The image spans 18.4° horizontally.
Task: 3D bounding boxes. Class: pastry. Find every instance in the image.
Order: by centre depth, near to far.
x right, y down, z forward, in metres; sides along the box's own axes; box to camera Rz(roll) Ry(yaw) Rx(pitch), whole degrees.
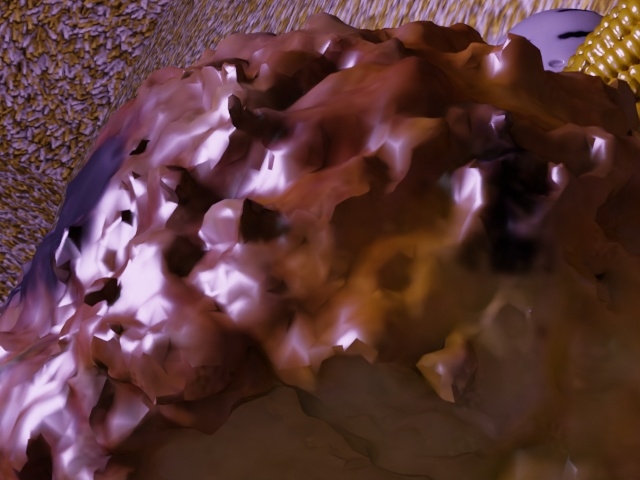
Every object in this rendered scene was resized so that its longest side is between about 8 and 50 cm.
[{"bbox_3d":[-0.005,0.097,0.729,0.337,0.292,0.405,-87,17,-69],"label":"pastry"}]

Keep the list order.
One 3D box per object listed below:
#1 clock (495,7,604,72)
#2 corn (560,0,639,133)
[{"bbox_3d":[0.122,-0.051,0.947,0.117,0.080,0.176,-52,20,46],"label":"clock"},{"bbox_3d":[0.161,-0.090,0.817,0.203,0.072,0.072,-47,18,11],"label":"corn"}]
